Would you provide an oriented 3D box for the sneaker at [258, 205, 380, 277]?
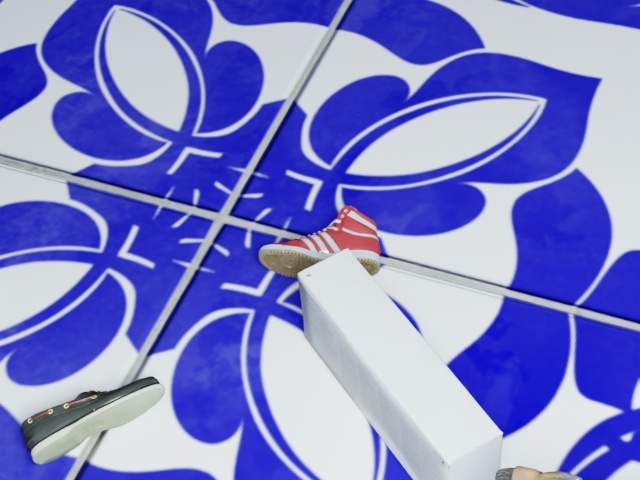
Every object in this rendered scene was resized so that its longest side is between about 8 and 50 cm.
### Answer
[{"bbox_3d":[0.000,0.000,1.373,0.118,0.042,0.067,4,54,-1],"label":"sneaker"}]

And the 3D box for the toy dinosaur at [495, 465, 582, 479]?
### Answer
[{"bbox_3d":[0.289,0.227,1.048,0.295,0.200,0.127,-11,50,-4],"label":"toy dinosaur"}]

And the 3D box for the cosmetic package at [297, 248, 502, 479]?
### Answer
[{"bbox_3d":[0.067,0.122,1.227,0.060,0.099,0.239,-28,53,-16],"label":"cosmetic package"}]

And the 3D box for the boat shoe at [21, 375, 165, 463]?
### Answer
[{"bbox_3d":[-0.205,0.152,1.262,0.133,0.049,0.042,-26,60,-9],"label":"boat shoe"}]
